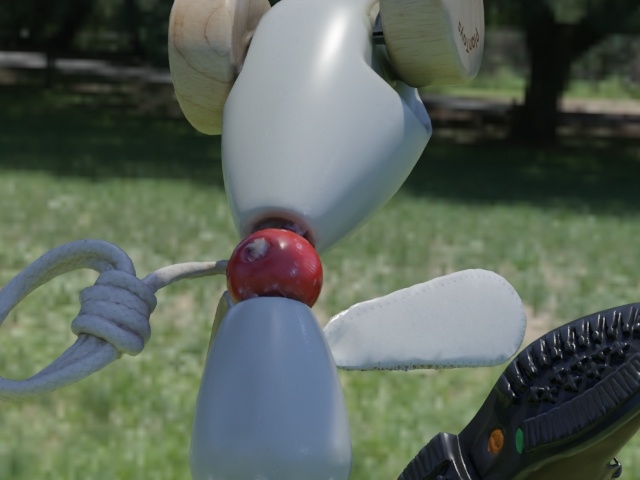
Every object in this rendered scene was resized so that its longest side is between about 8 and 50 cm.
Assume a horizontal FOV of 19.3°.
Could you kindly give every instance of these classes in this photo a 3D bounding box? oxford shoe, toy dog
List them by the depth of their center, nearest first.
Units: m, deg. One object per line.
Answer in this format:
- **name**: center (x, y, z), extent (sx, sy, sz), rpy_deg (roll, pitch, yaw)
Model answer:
- **toy dog**: center (0.000, 0.000, 0.945), extent (0.220, 0.333, 0.161), rpy_deg (12, -28, 32)
- **oxford shoe**: center (0.144, 0.117, 1.106), extent (0.096, 0.227, 0.083), rpy_deg (25, 36, -33)
